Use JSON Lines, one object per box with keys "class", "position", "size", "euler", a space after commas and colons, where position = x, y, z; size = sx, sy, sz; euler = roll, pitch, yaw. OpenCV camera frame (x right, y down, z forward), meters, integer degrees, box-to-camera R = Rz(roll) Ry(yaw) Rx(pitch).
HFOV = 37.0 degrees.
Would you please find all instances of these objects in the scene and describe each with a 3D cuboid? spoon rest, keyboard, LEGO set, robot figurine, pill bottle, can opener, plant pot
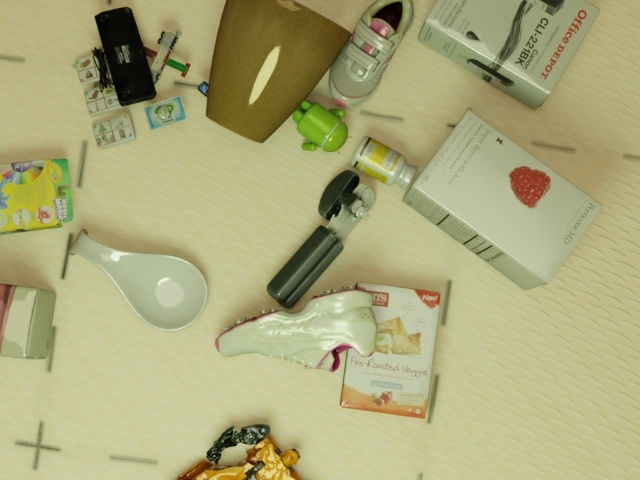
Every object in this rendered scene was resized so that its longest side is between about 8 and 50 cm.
{"class": "spoon rest", "position": [-0.337, 0.065, 1.750], "size": [0.276, 0.084, 0.137], "euler": [28, 84, 3]}
{"class": "keyboard", "position": [-0.379, -0.341, 1.796], "size": [0.100, 0.038, 0.192], "euler": [-14, 79, -15]}
{"class": "LEGO set", "position": [-0.327, -0.291, 1.817], "size": [0.244, 0.060, 0.182], "euler": [-17, 84, 9]}
{"class": "robot figurine", "position": [-0.160, 0.460, 1.708], "size": [0.291, 0.085, 0.211], "euler": [-34, 86, -4]}
{"class": "pill bottle", "position": [0.120, -0.143, 1.791], "size": [0.116, 0.065, 0.065], "euler": [30, 84, 2]}
{"class": "robot figurine", "position": [0.002, -0.212, 1.795], "size": [0.115, 0.067, 0.101], "euler": [37, 76, 3]}
{"class": "can opener", "position": [0.000, 0.000, 1.780], "size": [0.093, 0.074, 0.280], "euler": [32, 81, 37]}
{"class": "plant pot", "position": [-0.104, -0.316, 1.741], "size": [0.237, 0.237, 0.254], "euler": [27, 98, 2]}

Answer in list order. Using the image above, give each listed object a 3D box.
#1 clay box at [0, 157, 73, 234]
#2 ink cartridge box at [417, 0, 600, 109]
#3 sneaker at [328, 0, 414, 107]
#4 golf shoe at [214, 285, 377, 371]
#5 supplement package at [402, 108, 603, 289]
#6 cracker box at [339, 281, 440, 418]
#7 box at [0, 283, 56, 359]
{"class": "clay box", "position": [-0.570, -0.078, 1.775], "size": [0.222, 0.053, 0.127], "euler": [-6, 84, -3]}
{"class": "ink cartridge box", "position": [0.353, -0.405, 1.801], "size": [0.273, 0.114, 0.197], "euler": [31, 83, 1]}
{"class": "sneaker", "position": [0.093, -0.369, 1.793], "size": [0.103, 0.111, 0.252], "euler": [27, 84, 2]}
{"class": "golf shoe", "position": [-0.043, 0.179, 1.701], "size": [0.306, 0.115, 0.140], "euler": [-18, 82, 17]}
{"class": "supplement package", "position": [0.322, -0.068, 1.732], "size": [0.293, 0.175, 0.177], "euler": [36, 83, 2]}
{"class": "cracker box", "position": [0.127, 0.200, 1.752], "size": [0.156, 0.067, 0.232], "euler": [7, 83, 0]}
{"class": "box", "position": [-0.608, 0.136, 1.702], "size": [0.233, 0.148, 0.126], "euler": [7, 83, -1]}
